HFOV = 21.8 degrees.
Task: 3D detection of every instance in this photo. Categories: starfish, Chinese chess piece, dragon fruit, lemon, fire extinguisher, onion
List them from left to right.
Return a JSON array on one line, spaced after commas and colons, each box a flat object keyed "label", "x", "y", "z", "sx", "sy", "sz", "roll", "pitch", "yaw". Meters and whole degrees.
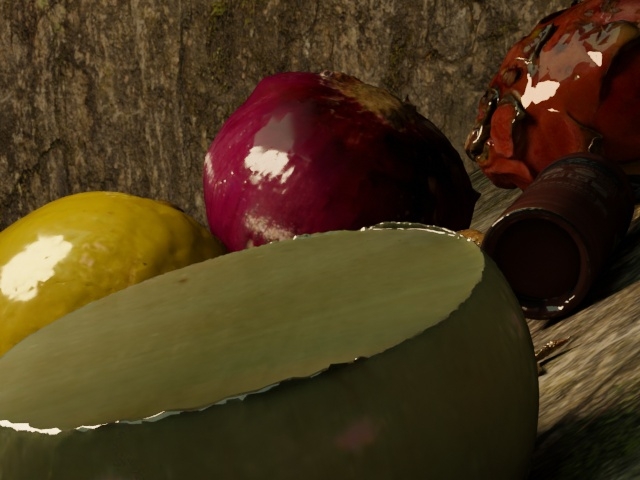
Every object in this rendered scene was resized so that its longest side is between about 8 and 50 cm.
[{"label": "lemon", "x": -0.235, "y": 0.113, "z": 1.745, "sx": 0.348, "sy": 0.348, "sz": 0.348, "roll": -31, "pitch": 3, "yaw": 2}, {"label": "Chinese chess piece", "x": -0.038, "y": 0.110, "z": 1.022, "sx": 0.349, "sy": 0.146, "sz": 0.349, "roll": -15, "pitch": 15, "yaw": 4}, {"label": "onion", "x": 0.000, "y": 0.000, "z": 1.994, "sx": 0.385, "sy": 0.347, "sz": 0.348, "roll": -66, "pitch": -10, "yaw": 20}, {"label": "starfish", "x": 0.154, "y": 0.098, "z": 1.286, "sx": 0.086, "sy": 0.016, "sz": 0.092, "roll": -29, "pitch": 1, "yaw": -6}, {"label": "fire extinguisher", "x": 0.251, "y": -0.020, "z": 1.546, "sx": 0.138, "sy": 0.102, "sz": 0.344, "roll": 5, "pitch": 16, "yaw": 19}, {"label": "dragon fruit", "x": 0.319, "y": -0.158, "z": 1.819, "sx": 0.315, "sy": 0.250, "sz": 0.250, "roll": -49, "pitch": 5, "yaw": -6}]

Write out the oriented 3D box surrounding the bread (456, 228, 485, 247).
[{"label": "bread", "x": 0.151, "y": 0.031, "z": 1.751, "sx": 0.083, "sy": 0.077, "sz": 0.070, "roll": -31, "pitch": 0, "yaw": -10}]
